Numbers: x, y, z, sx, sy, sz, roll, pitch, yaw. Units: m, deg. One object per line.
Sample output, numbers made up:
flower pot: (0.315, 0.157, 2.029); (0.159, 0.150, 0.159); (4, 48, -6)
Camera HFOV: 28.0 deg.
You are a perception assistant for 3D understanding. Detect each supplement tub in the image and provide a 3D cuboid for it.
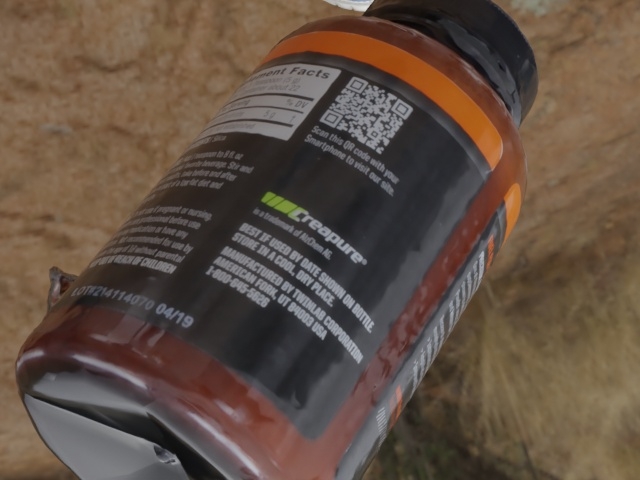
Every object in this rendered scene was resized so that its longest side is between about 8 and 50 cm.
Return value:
supplement tub: (0.000, 0.000, 0.415); (0.198, 0.106, 0.106); (-53, 176, -32)

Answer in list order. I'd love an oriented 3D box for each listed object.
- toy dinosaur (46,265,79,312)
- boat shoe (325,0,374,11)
toy dinosaur: (-0.050, 0.171, 0.502); (0.127, 0.200, 0.296); (1, 115, -32)
boat shoe: (-0.029, -0.216, 0.916); (0.183, 0.066, 0.066); (12, 157, 22)
